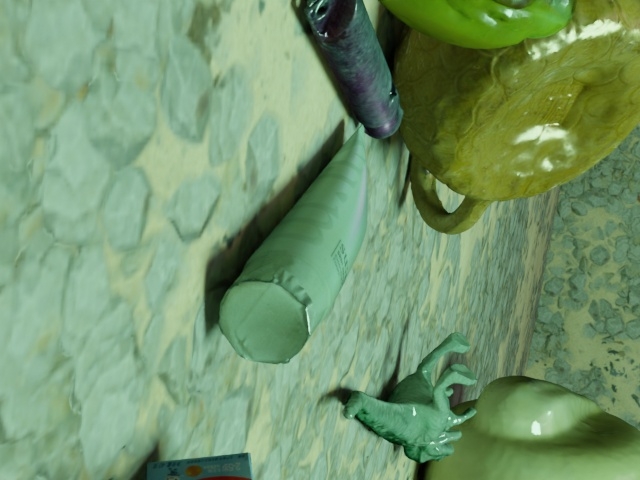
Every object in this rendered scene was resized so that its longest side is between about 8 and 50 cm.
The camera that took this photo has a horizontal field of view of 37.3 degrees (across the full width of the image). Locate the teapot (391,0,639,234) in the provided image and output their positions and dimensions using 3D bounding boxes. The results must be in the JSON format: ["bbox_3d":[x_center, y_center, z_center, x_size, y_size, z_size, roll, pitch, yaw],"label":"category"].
[{"bbox_3d":[0.136,-0.138,0.722,0.167,0.203,0.311,64,-33,35],"label":"teapot"}]

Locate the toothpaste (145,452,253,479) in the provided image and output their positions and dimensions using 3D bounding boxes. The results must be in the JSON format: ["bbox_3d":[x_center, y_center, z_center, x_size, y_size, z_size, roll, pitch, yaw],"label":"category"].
[{"bbox_3d":[-0.064,0.192,0.467,0.044,0.070,0.193,-107,-165,-58],"label":"toothpaste"}]

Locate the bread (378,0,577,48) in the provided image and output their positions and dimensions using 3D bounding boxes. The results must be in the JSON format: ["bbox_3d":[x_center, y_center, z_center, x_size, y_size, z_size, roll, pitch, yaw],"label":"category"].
[{"bbox_3d":[0.087,-0.292,0.515,0.166,0.112,0.383,21,75,-44],"label":"bread"}]

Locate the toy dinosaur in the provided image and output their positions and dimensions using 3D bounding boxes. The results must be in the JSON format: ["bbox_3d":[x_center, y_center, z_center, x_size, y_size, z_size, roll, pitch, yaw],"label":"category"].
[{"bbox_3d":[0.095,0.131,0.864,0.129,0.076,0.383,-51,151,-6],"label":"toy dinosaur"}]

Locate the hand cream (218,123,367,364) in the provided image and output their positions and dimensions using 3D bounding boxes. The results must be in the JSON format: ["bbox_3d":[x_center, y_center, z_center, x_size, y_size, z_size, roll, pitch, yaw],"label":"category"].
[{"bbox_3d":[0.000,0.000,0.544,0.205,0.050,0.078,-56,146,-60],"label":"hand cream"}]

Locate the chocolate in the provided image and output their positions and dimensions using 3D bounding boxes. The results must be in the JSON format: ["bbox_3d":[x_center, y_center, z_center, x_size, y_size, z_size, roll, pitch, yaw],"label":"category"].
[{"bbox_3d":[0.281,0.324,1.204,0.326,0.314,0.296,16,82,-71],"label":"chocolate"}]

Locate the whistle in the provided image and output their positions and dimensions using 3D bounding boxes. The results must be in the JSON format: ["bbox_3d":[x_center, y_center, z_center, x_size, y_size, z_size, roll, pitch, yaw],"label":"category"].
[{"bbox_3d":[0.023,-0.106,0.571,0.176,0.033,0.033,50,53,-69],"label":"whistle"}]
